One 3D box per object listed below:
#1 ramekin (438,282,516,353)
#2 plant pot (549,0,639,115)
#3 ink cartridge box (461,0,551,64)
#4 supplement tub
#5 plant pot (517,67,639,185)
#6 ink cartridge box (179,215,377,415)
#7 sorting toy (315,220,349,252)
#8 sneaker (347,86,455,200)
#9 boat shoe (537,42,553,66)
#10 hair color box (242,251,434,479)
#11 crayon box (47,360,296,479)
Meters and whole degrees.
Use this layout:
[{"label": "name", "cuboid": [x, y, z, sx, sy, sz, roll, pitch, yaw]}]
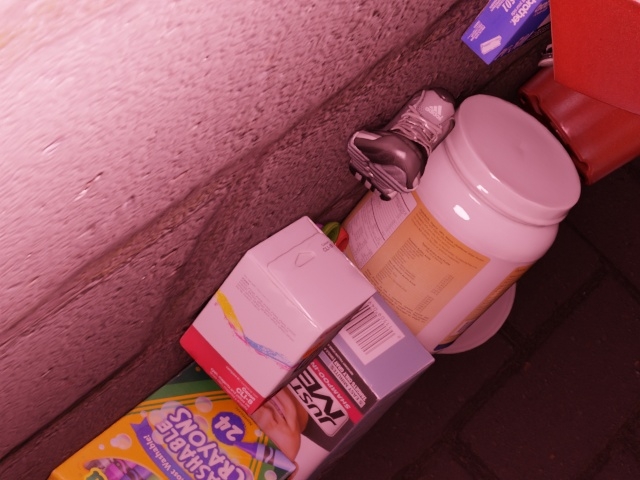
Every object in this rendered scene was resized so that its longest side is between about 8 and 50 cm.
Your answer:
[{"label": "ramekin", "cuboid": [0.241, 0.076, 2.476, 0.273, 0.273, 0.127, -45, -175, 5]}, {"label": "plant pot", "cuboid": [0.417, -0.261, 1.327, 0.267, 0.235, 0.267, -49, 157, -9]}, {"label": "ink cartridge box", "cuboid": [0.238, -0.264, 1.402, 0.097, 0.046, 0.207, -51, 170, 36]}, {"label": "supplement tub", "cuboid": [0.171, -0.018, 1.683, 0.316, 0.228, 0.228, -49, 171, 36]}, {"label": "plant pot", "cuboid": [0.487, -0.244, 2.081, 0.265, 0.272, 0.272, -37, 172, 1]}, {"label": "ink cartridge box", "cuboid": [-0.050, 0.086, 1.472, 0.128, 0.127, 0.176, -34, 166, -51]}, {"label": "sorting toy", "cuboid": [0.000, 0.000, 1.634, 0.061, 0.042, 0.102, -59, 160, -2]}, {"label": "sneaker", "cuboid": [0.097, -0.119, 1.364, 0.132, 0.086, 0.228, -48, -177, -5]}, {"label": "boat shoe", "cuboid": [0.362, -0.287, 1.951, 0.046, 0.038, 0.125, -2, -175, 25]}, {"label": "hair color box", "cuboid": [-0.017, 0.198, 1.702, 0.113, 0.185, 0.374, -30, 164, -36]}, {"label": "crayon box", "cuboid": [-0.209, 0.324, 1.630, 0.323, 0.203, 0.083, -37, 170, -41]}]
